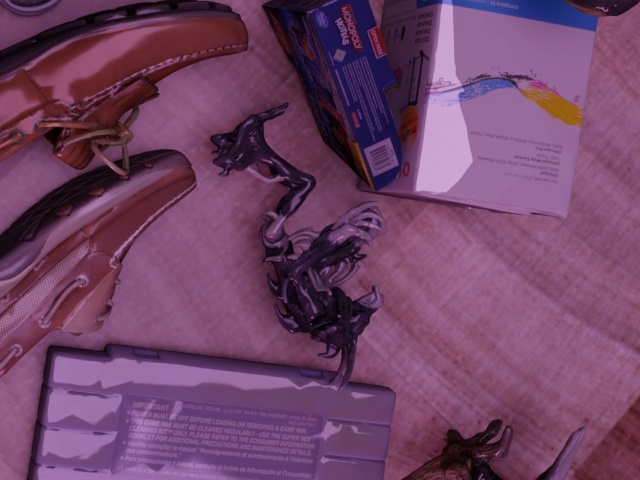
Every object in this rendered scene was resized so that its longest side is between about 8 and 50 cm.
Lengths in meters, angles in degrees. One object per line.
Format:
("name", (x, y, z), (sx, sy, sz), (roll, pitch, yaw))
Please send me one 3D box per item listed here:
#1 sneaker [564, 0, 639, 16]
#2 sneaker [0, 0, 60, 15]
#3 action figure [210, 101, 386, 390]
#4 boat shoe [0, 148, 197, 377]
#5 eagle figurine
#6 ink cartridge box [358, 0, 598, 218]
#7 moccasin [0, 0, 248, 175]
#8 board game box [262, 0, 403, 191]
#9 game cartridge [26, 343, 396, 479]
("sneaker", (0.294, -0.332, 1.383), (0.158, 0.410, 0.182), (-30, 125, 30))
("sneaker", (-0.306, -0.342, 1.301), (0.105, 0.115, 0.281), (-35, 103, -12))
("action figure", (0.000, 0.000, 1.397), (0.141, 0.164, 0.275), (-26, 94, -2))
("boat shoe", (-0.247, 0.032, 1.352), (0.324, 0.123, 0.116), (-35, 110, -5))
("eagle figurine", (0.191, 0.340, 1.470), (0.226, 0.225, 0.298), (-25, 90, -24))
("ink cartridge box", (0.154, -0.148, 1.426), (0.168, 0.171, 0.232), (8, 91, -17))
("moccasin", (-0.241, -0.118, 1.324), (0.380, 0.139, 0.147), (-24, 101, -14))
("board game box", (0.013, -0.171, 1.389), (0.060, 0.194, 0.194), (-26, 120, -7))
("game cartridge", (-0.110, 0.230, 1.432), (0.355, 0.068, 0.230), (9, 87, -17))
